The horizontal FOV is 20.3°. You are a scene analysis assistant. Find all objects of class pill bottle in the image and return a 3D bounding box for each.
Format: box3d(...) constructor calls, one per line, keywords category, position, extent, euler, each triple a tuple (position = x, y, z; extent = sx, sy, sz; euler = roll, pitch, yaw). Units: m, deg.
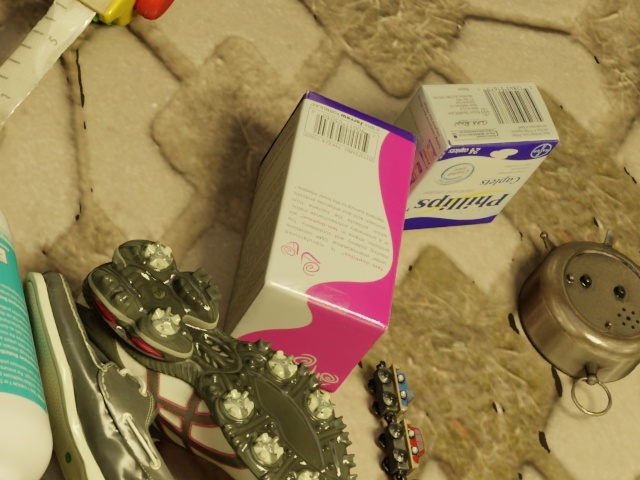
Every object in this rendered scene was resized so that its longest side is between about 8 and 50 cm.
box3d(category="pill bottle", position=(-0.274, 0.100, 1.278), extent=(0.146, 0.146, 0.264), euler=(1, 55, -27))

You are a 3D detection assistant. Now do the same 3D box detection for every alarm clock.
box3d(category="alarm clock", position=(0.250, 0.077, 1.631), extent=(0.129, 0.064, 0.192), euler=(19, 52, -14))

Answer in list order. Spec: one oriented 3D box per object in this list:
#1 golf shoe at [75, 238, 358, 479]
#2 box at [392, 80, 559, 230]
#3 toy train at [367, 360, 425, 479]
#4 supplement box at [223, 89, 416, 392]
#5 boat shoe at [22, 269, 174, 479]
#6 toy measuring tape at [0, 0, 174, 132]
box3d(category="golf shoe", position=(-0.083, 0.124, 1.384), extent=(0.273, 0.120, 0.105), euler=(47, 43, 9))
box3d(category="box", position=(0.125, -0.076, 1.627), extent=(0.126, 0.137, 0.072), euler=(-5, 60, -30))
box3d(category="toy train", position=(0.069, 0.170, 1.485), extent=(0.036, 0.027, 0.158), euler=(8, 53, -27))
box3d(category="supplement box", position=(0.000, 0.000, 1.521), extent=(0.111, 0.114, 0.220), euler=(22, 47, -12))
box3d(category="boat shoe", position=(-0.164, 0.129, 1.338), extent=(0.079, 0.084, 0.233), euler=(-19, 82, -26))
box3d(category="toy measuring tape", position=(-0.211, -0.205, 1.599), extent=(0.121, 0.121, 0.330), euler=(34, 70, 0))
